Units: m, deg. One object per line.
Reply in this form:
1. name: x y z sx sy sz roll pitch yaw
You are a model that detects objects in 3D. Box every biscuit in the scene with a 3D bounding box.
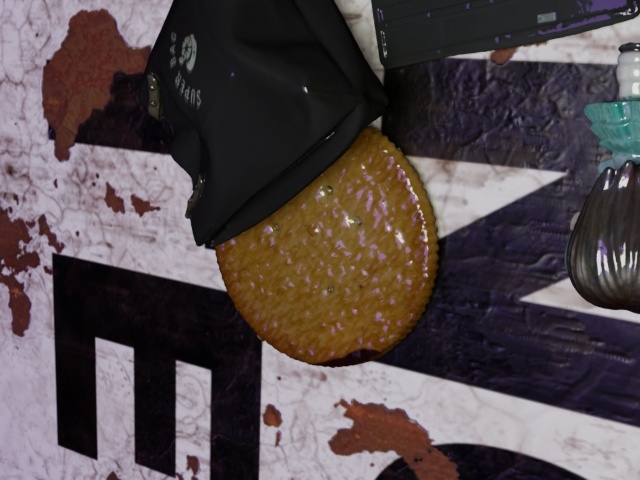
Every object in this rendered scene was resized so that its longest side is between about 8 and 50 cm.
1. biscuit: 0.000 0.000 1.004 0.305 0.038 0.305 7 103 30

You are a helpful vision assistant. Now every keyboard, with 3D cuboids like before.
1. keyboard: 0.216 -0.244 0.824 0.381 0.041 0.103 -3 99 39

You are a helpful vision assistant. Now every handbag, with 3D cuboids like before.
1. handbag: -0.102 -0.173 0.955 0.288 0.152 0.342 -51 51 37

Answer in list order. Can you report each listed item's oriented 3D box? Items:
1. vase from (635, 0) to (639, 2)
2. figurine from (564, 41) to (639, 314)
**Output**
1. vase: 0.191 -0.307 0.727 0.321 0.173 0.173 29 114 41
2. figurine: 0.296 -0.049 0.766 0.138 0.110 0.245 9 96 28
